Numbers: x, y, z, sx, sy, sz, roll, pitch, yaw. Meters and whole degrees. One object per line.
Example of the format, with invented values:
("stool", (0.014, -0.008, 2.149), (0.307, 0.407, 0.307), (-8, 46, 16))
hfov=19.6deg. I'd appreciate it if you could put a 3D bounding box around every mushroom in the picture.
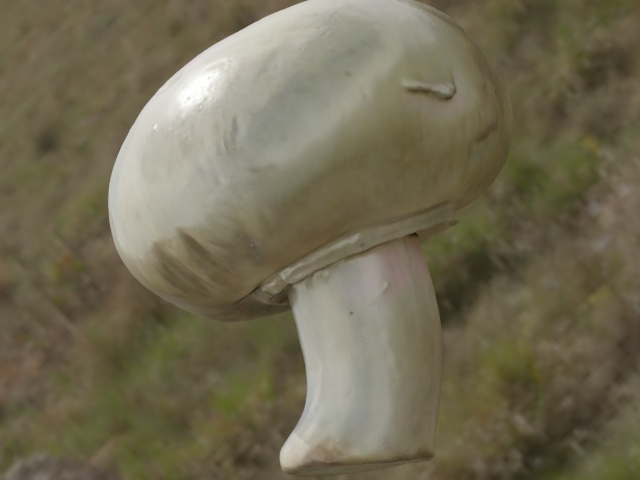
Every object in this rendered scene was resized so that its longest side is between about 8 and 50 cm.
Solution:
("mushroom", (-0.022, -0.025, 1.384), (0.315, 0.315, 0.356), (-123, 56, -78))
